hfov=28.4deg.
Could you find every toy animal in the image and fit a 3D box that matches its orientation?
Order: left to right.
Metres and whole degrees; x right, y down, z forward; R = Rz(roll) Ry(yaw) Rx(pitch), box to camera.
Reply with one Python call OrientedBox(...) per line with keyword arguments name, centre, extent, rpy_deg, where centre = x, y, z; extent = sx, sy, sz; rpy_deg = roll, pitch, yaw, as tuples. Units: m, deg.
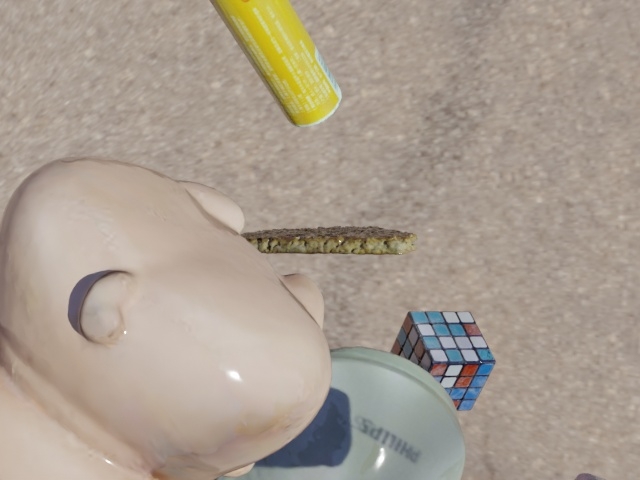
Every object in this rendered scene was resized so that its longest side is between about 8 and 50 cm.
OrientedBox(name="toy animal", centre=(-0.107, 0.087, 0.610), extent=(0.210, 0.221, 0.229), rpy_deg=(41, 45, 13))

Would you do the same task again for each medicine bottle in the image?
OrientedBox(name="medicine bottle", centre=(-0.050, -0.198, 1.168), extent=(0.074, 0.074, 0.218), rpy_deg=(-48, 135, -14))

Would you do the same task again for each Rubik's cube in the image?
OrientedBox(name="Rubik's cube", centre=(0.149, 0.151, 1.580), extent=(0.092, 0.092, 0.092), rpy_deg=(1, 131, -23))

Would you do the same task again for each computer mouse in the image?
OrientedBox(name="computer mouse", centre=(-0.004, 0.246, 1.065), extent=(0.197, 0.095, 0.331), rpy_deg=(28, 90, -13))

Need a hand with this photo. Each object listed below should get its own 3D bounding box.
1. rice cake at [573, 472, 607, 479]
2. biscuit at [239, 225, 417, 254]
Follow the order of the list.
OrientedBox(name="rice cake", centre=(0.209, 0.217, 0.650), extent=(0.056, 0.365, 0.073), rpy_deg=(21, 96, -16))
OrientedBox(name="biscuit", centre=(0.009, -0.002, 1.450), extent=(0.131, 0.237, 0.026), rpy_deg=(-16, 103, -63))
